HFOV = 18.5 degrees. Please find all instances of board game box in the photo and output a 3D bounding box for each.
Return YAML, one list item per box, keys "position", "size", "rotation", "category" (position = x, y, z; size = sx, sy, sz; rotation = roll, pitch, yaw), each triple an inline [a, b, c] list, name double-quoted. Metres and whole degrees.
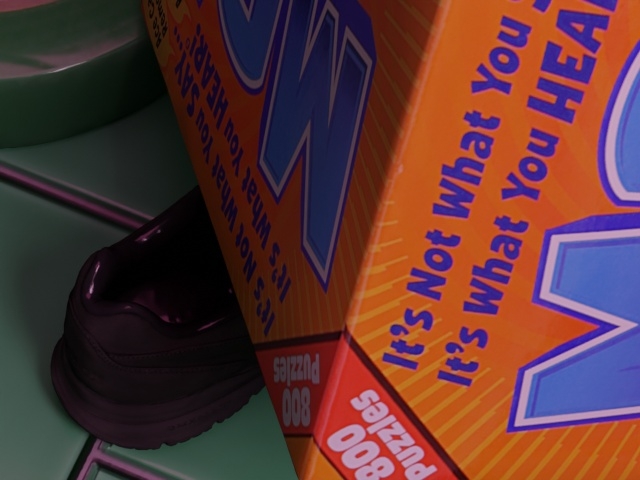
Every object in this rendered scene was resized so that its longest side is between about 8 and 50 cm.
- position: [0.154, -0.146, 0.827]
  size: [0.356, 0.356, 0.356]
  rotation: [2, 37, -20]
  category: "board game box"

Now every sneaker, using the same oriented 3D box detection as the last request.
- position: [0.000, 0.000, 0.970]
  size: [0.286, 0.130, 0.109]
  rotation: [-31, 68, -20]
  category: "sneaker"

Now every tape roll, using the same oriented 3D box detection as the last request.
- position: [-0.187, -0.206, 1.085]
  size: [0.321, 0.077, 0.321]
  rotation: [2, 64, -4]
  category: "tape roll"
